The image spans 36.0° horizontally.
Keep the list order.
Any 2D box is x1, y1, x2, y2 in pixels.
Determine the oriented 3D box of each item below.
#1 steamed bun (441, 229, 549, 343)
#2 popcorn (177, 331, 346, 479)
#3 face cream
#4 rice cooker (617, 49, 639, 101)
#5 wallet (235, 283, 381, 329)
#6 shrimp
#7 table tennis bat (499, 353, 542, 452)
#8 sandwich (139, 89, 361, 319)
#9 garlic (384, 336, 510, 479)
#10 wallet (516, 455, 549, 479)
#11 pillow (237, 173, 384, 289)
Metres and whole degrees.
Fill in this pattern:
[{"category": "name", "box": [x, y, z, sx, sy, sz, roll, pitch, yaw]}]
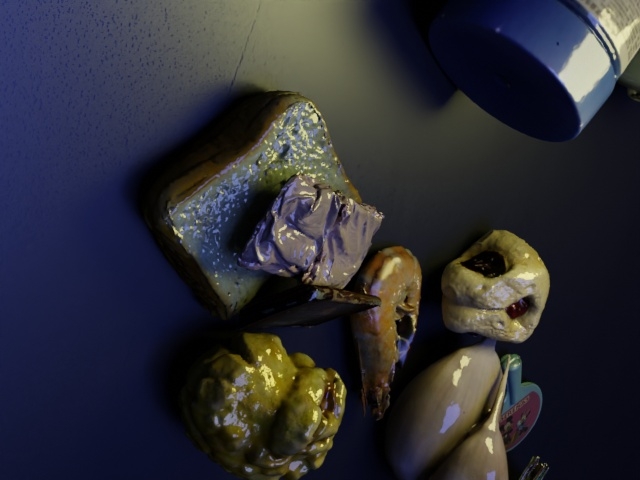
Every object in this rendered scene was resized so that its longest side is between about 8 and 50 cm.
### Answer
[{"category": "steamed bun", "box": [0.256, 0.083, 1.547, 0.155, 0.141, 0.172, -12, 123, -32]}, {"category": "popcorn", "box": [-0.073, 0.228, 1.289, 0.200, 0.203, 0.226, -20, 115, -40]}, {"category": "face cream", "box": [0.305, -0.291, 1.311, 0.225, 0.249, 0.249, -50, 135, -8]}, {"category": "rice cooker", "box": [0.578, -0.348, 1.477, 0.325, 0.335, 0.335, 18, 99, -44]}, {"category": "wallet", "box": [-0.013, 0.088, 1.298, 0.232, 0.121, 0.031, 11, 62, -66]}, {"category": "shrimp", "box": [0.104, 0.139, 1.502, 0.152, 0.063, 0.287, -28, 127, -42]}, {"category": "table tennis bat", "box": [0.353, 0.301, 1.819, 0.153, 0.040, 0.244, -32, 134, -24]}, {"category": "sandwich", "box": [-0.080, -0.047, 1.218, 0.251, 0.087, 0.226, -43, 132, -16]}, {"category": "garlic", "box": [0.248, 0.324, 1.601, 0.245, 0.231, 0.340, 3, 115, -39]}, {"category": "wallet", "box": [0.351, 0.489, 1.810, 0.169, 0.044, 0.317, -50, 163, -11]}, {"category": "pillow", "box": [0.000, 0.000, 1.230, 0.135, 0.049, 0.248, -60, 152, 5]}]
